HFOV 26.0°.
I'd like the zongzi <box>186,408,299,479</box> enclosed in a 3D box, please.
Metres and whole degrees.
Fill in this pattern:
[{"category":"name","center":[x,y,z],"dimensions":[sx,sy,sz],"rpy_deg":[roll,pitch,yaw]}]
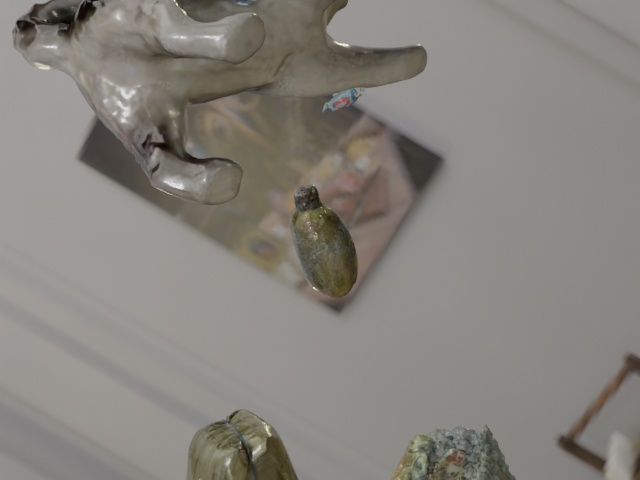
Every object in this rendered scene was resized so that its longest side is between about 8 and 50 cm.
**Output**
[{"category":"zongzi","center":[-0.116,0.296,1.264],"dimensions":[0.256,0.228,0.115],"rpy_deg":[-32,37,-13]}]

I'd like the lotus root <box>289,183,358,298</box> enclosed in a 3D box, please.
[{"category":"lotus root","center":[0.000,0.000,2.150],"dimensions":[0.088,0.192,0.113],"rpy_deg":[-26,29,-10]}]

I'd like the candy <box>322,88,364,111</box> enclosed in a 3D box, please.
[{"category":"candy","center":[0.035,-0.202,1.959],"dimensions":[0.083,0.020,0.030],"rpy_deg":[-18,30,46]}]

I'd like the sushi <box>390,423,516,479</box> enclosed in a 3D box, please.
[{"category":"sushi","center":[0.201,0.378,2.086],"dimensions":[0.184,0.139,0.274],"rpy_deg":[-13,36,24]}]

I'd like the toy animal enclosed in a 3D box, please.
[{"category":"toy animal","center":[-0.105,-0.216,1.348],"dimensions":[0.344,0.302,0.194],"rpy_deg":[-32,-47,-39]}]
